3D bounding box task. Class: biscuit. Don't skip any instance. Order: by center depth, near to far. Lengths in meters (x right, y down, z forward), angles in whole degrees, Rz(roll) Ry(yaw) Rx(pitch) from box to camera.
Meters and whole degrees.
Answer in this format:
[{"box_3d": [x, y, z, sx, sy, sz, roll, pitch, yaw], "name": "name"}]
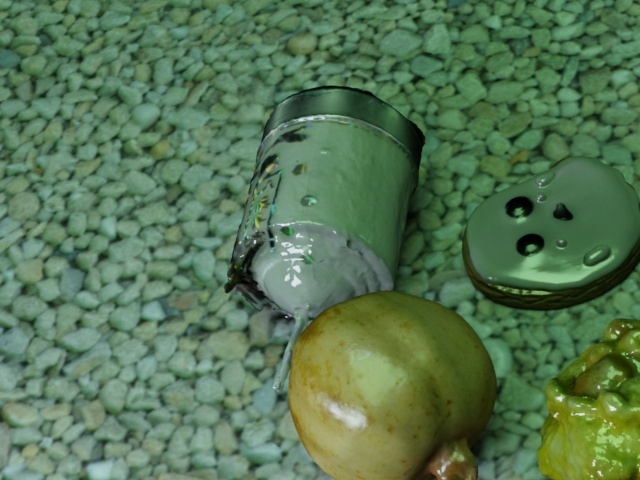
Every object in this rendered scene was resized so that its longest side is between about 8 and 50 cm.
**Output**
[{"box_3d": [0.254, -0.010, 1.944, 0.208, 0.049, 0.181, -22, 47, -7], "name": "biscuit"}]

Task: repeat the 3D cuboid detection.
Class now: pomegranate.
[{"box_3d": [0.069, 0.148, 1.757, 0.207, 0.207, 0.207, -8, 49, 9], "name": "pomegranate"}]

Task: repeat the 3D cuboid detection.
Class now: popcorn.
[{"box_3d": [0.296, 0.173, 1.707, 0.197, 0.155, 0.198, -14, 52, 19], "name": "popcorn"}]

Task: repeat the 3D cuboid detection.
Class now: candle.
[{"box_3d": [0.000, 0.000, 1.918, 0.187, 0.187, 0.330, 1, 53, 16], "name": "candle"}]
